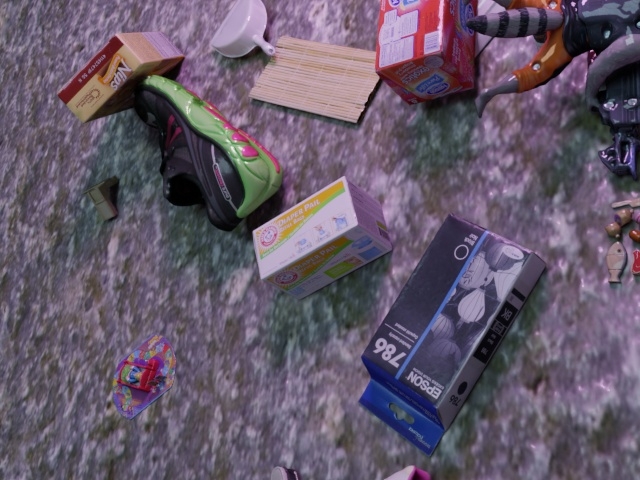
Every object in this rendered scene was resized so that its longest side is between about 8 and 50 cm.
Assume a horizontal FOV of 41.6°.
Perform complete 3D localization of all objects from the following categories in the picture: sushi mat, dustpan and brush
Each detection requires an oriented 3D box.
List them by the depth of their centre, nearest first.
[{"bbox_3d":[-0.007,-0.322,1.656,0.316,0.019,0.151,21,83,42],"label":"sushi mat"},{"bbox_3d":[-0.150,-0.438,1.795,0.147,0.060,0.211,-54,33,10],"label":"dustpan and brush"}]

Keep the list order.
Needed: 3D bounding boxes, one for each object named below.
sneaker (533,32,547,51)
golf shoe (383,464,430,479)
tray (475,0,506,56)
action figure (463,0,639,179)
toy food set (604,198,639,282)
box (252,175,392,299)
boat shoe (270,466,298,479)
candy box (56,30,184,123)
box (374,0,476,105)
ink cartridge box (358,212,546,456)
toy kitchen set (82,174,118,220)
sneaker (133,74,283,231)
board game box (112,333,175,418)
[{"bbox_3d":[0.377,-0.397,1.359,0.072,0.077,0.178,-2,67,36],"label":"sneaker"},{"bbox_3d":[0.158,0.425,1.099,0.140,0.115,0.306,-48,49,4],"label":"golf shoe"},{"bbox_3d":[0.261,-0.405,1.484,0.270,0.030,0.145,-50,47,6],"label":"tray"},{"bbox_3d":[0.382,-0.264,1.207,0.330,0.178,0.341,-7,67,12],"label":"action figure"},{"bbox_3d":[0.430,-0.004,1.162,0.077,0.019,0.122,-11,62,33],"label":"toy food set"},{"bbox_3d":[0.000,0.000,1.427,0.203,0.114,0.103,-30,53,24],"label":"box"},{"bbox_3d":[-0.047,0.413,1.309,0.046,0.038,0.125,-46,44,36],"label":"boat shoe"},{"bbox_3d":[-0.423,-0.360,1.825,0.183,0.087,0.316,-40,8,14],"label":"candy box"},{"bbox_3d":[0.182,-0.376,1.426,0.128,0.122,0.257,-11,62,33],"label":"box"},{"bbox_3d":[0.179,0.135,1.258,0.165,0.065,0.333,29,88,42],"label":"ink cartridge box"},{"bbox_3d":[-0.490,-0.091,1.904,0.068,0.075,0.083,-22,17,24],"label":"toy kitchen set"},{"bbox_3d":[-0.269,-0.181,1.680,0.202,0.185,0.483,-54,44,6],"label":"sneaker"},{"bbox_3d":[-0.352,0.256,1.624,0.168,0.033,0.133,-38,51,16],"label":"board game box"}]
